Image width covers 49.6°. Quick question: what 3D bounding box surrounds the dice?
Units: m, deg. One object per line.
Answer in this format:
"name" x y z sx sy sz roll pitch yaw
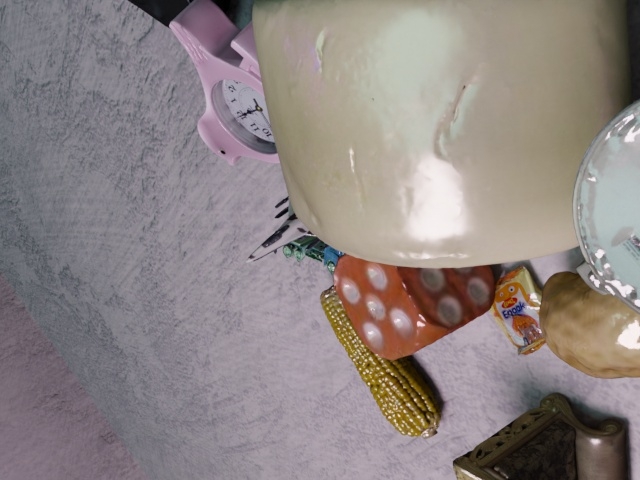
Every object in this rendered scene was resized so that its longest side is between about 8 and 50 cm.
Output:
"dice" 0.141 0.060 1.026 0.175 0.174 0.179 62 146 7

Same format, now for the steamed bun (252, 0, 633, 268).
"steamed bun" 0.113 -0.163 0.818 0.455 0.290 0.371 10 126 40

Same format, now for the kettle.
"kettle" 0.375 -0.047 0.619 0.205 0.318 0.265 26 128 30

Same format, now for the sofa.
"sofa" 0.330 0.370 0.967 0.182 0.258 0.200 17 124 55

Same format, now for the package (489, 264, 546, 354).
"package" 0.296 0.105 1.013 0.121 0.031 0.108 54 141 9

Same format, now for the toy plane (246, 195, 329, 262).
"toy plane" -0.025 -0.031 1.152 0.160 0.234 0.082 45 175 24

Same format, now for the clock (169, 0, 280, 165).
"clock" -0.140 -0.255 1.142 0.275 0.080 0.290 -4 130 49

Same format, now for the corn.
"corn" 0.106 0.213 1.229 0.320 0.097 0.097 57 140 7

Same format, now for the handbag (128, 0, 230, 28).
"handbag" -0.254 -0.485 1.197 0.275 0.088 0.244 35 136 23

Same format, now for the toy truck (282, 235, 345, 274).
"toy truck" 0.000 0.000 1.238 0.175 0.067 0.081 20 120 42

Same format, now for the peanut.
"peanut" 0.426 0.097 0.777 0.387 0.169 0.192 4 120 48
